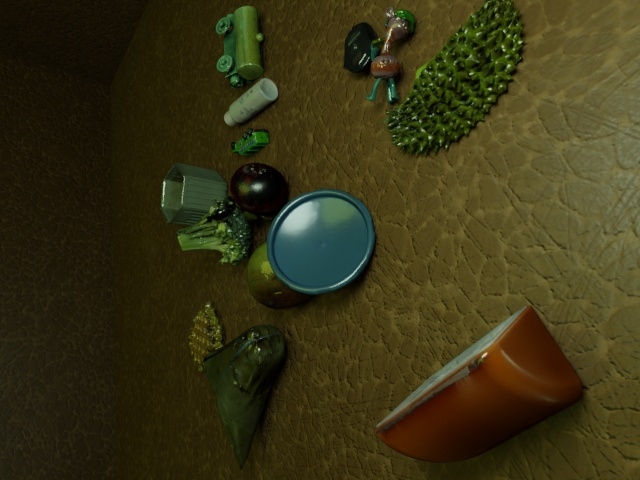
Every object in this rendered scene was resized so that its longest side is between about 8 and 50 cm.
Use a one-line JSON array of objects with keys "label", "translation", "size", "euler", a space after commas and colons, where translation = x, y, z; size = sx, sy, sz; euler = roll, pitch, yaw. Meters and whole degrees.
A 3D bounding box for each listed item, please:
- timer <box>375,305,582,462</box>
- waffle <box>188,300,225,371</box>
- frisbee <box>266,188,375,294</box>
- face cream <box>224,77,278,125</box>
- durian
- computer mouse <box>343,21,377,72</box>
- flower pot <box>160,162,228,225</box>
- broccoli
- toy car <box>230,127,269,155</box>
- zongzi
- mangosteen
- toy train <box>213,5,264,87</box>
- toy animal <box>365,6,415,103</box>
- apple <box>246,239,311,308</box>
[{"label": "timer", "translation": [0.242, 0.240, 0.646], "size": [0.257, 0.250, 0.161], "euler": [-52, 50, 31]}, {"label": "waffle", "translation": [-0.445, 0.374, 1.568], "size": [0.238, 0.059, 0.243], "euler": [-58, 44, 30]}, {"label": "frisbee", "translation": [0.001, 0.002, 1.037], "size": [0.289, 0.049, 0.289], "euler": [-7, 65, 15]}, {"label": "face cream", "translation": [-0.258, -0.483, 1.451], "size": [0.269, 0.082, 0.082], "euler": [-16, 73, 48]}, {"label": "durian", "translation": [0.268, -0.317, 0.835], "size": [0.355, 0.157, 0.169], "euler": [-47, 17, 33]}, {"label": "computer mouse", "translation": [0.108, -0.498, 1.056], "size": [0.099, 0.057, 0.172], "euler": [-35, 48, 43]}, {"label": "flower pot", "translation": [-0.501, -0.176, 1.601], "size": [0.239, 0.190, 0.209], "euler": [-38, 58, 41]}, {"label": "broccoli", "translation": [-0.357, -0.042, 1.360], "size": [0.247, 0.243, 0.263], "euler": [86, 166, -61]}, {"label": "toy car", "translation": [-0.250, -0.341, 1.430], "size": [0.165, 0.071, 0.062], "euler": [-19, 84, 46]}, {"label": "zongzi", "translation": [-0.198, 0.452, 1.186], "size": [0.323, 0.160, 0.360], "euler": [-40, 56, 39]}, {"label": "mangosteen", "translation": [-0.195, -0.144, 1.268], "size": [0.200, 0.200, 0.200], "euler": [-9, 78, 48]}, {"label": "toy train", "translation": [-0.285, -0.715, 1.508], "size": [0.189, 0.126, 0.307], "euler": [-9, 75, 15]}, {"label": "toy animal", "translation": [0.157, -0.432, 0.959], "size": [0.103, 0.100, 0.208], "euler": [14, 99, 50]}, {"label": "apple", "translation": [-0.108, 0.090, 1.141], "size": [0.188, 0.174, 0.207], "euler": [-24, 83, 47]}]
